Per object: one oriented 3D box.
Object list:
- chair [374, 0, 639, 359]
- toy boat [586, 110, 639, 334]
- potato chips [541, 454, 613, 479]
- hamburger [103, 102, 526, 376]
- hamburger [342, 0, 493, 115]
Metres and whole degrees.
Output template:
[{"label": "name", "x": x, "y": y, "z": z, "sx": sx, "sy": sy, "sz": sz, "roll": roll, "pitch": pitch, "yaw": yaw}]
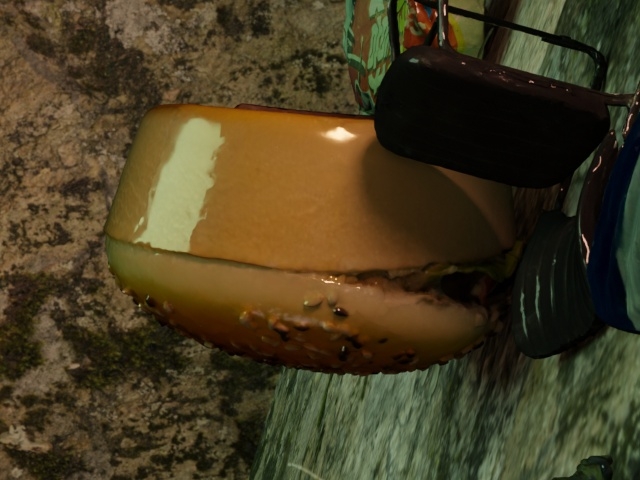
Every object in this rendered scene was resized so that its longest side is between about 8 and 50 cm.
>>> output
[{"label": "chair", "x": 0.101, "y": -0.063, "z": 0.764, "sx": 0.140, "sy": 0.145, "sz": 0.221, "roll": 116, "pitch": 168, "yaw": -68}, {"label": "toy boat", "x": 0.170, "y": -0.101, "z": 0.558, "sx": 0.210, "sy": 0.070, "sz": 0.291, "roll": 116, "pitch": 172, "yaw": -53}, {"label": "potato chips", "x": 0.107, "y": 0.160, "z": 0.663, "sx": 0.207, "sy": 0.028, "sz": 0.091, "roll": 114, "pitch": 170, "yaw": -70}, {"label": "hamburger", "x": 0.000, "y": 0.000, "z": 0.940, "sx": 0.300, "sy": 0.300, "sz": 0.176, "roll": -138, "pitch": 53, "yaw": -85}, {"label": "hamburger", "x": 0.110, "y": -0.217, "z": 1.349, "sx": 0.276, "sy": 0.151, "sz": 0.260, "roll": -140, "pitch": 47, "yaw": -68}]
